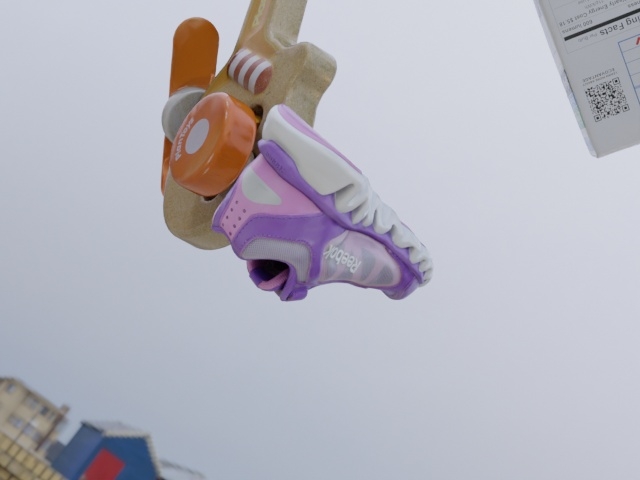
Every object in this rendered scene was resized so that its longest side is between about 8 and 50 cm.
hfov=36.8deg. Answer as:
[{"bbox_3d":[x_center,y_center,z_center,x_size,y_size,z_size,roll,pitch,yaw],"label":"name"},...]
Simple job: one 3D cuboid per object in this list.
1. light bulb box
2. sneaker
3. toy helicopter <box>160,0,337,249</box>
[{"bbox_3d":[0.579,-0.367,1.656,0.225,0.357,0.361,-22,92,-75],"label":"light bulb box"},{"bbox_3d":[0.000,0.000,0.681,0.095,0.104,0.236,41,1,32],"label":"sneaker"},{"bbox_3d":[-0.064,-0.158,0.891,0.140,0.355,0.235,26,-21,-33],"label":"toy helicopter"}]
